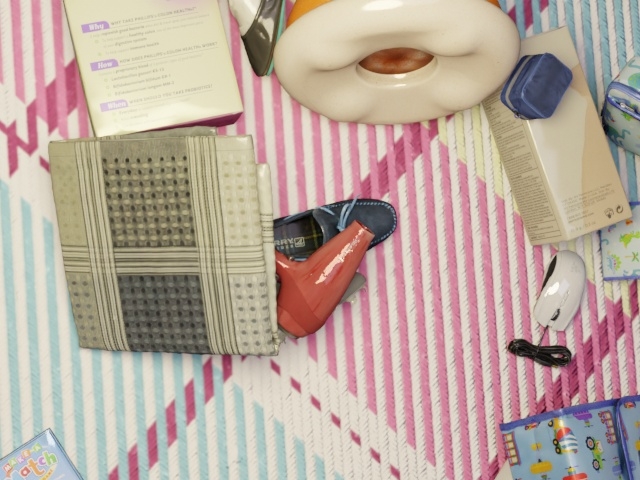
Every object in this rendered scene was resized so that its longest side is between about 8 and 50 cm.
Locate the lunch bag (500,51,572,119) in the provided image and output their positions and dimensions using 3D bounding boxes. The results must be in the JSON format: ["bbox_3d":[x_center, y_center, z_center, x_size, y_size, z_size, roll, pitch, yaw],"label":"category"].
[{"bbox_3d":[0.309,-0.220,1.525,0.067,0.065,0.098,37,79,-22],"label":"lunch bag"}]

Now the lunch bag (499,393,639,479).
[{"bbox_3d":[0.446,0.361,1.619,0.293,0.138,0.221,-2,73,-36],"label":"lunch bag"}]

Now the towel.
[{"bbox_3d":[-0.214,0.003,1.458,0.312,0.056,0.324,0,107,16],"label":"towel"}]

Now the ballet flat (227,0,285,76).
[{"bbox_3d":[-0.087,-0.390,1.568,0.096,0.095,0.281,14,94,-16],"label":"ballet flat"}]

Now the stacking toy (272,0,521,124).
[{"bbox_3d":[0.100,-0.442,1.549,0.350,0.350,0.480,2,71,-12],"label":"stacking toy"}]

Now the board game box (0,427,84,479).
[{"bbox_3d":[-0.398,0.399,1.493,0.160,0.039,0.212,-32,94,-12],"label":"board game box"}]

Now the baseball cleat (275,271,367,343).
[{"bbox_3d":[-0.033,0.081,1.574,0.205,0.072,0.109,-31,93,-13],"label":"baseball cleat"}]

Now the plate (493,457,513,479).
[{"bbox_3d":[0.354,0.501,1.644,0.277,0.045,0.278,38,80,-8],"label":"plate"}]

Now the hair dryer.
[{"bbox_3d":[-0.064,0.036,1.484,0.293,0.080,0.224,-13,105,1],"label":"hair dryer"}]

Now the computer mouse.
[{"bbox_3d":[0.376,0.105,1.674,0.106,0.042,0.193,21,83,-9],"label":"computer mouse"}]

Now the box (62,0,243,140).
[{"bbox_3d":[-0.248,-0.273,1.528,0.213,0.117,0.243,-14,90,-12],"label":"box"}]

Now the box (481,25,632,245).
[{"bbox_3d":[0.355,-0.158,1.635,0.121,0.148,0.311,-19,92,-12],"label":"box"}]

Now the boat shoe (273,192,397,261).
[{"bbox_3d":[0.000,0.000,1.577,0.258,0.089,0.109,-19,91,-12],"label":"boat shoe"}]

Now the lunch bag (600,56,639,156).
[{"bbox_3d":[0.547,-0.182,1.635,0.219,0.176,0.090,35,77,20],"label":"lunch bag"}]

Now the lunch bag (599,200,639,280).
[{"bbox_3d":[0.528,-0.001,1.689,0.151,0.096,0.129,-5,87,17],"label":"lunch bag"}]
